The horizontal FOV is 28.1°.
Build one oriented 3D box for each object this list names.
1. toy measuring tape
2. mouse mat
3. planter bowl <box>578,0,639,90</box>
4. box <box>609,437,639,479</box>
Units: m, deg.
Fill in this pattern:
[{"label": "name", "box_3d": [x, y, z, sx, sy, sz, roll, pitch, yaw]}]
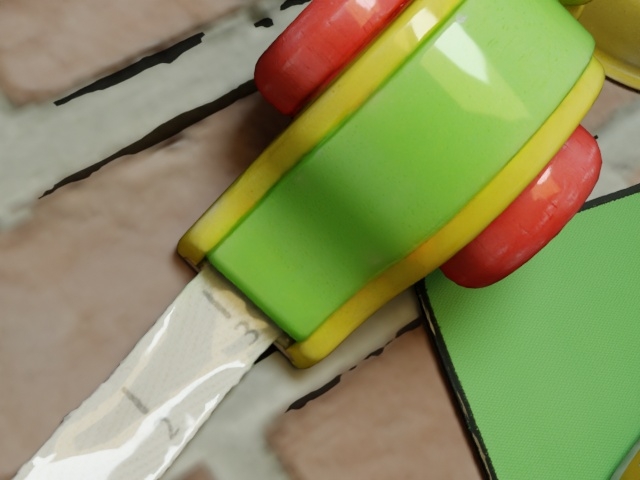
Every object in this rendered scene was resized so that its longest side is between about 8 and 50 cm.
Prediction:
[{"label": "toy measuring tape", "box_3d": [0.000, 0.000, 0.399, 0.121, 0.121, 0.330, 44, 63, -5]}, {"label": "mouse mat", "box_3d": [0.137, 0.053, 0.500, 0.190, 0.007, 0.152, -17, 81, -25]}, {"label": "planter bowl", "box_3d": [0.165, -0.175, 0.536, 0.217, 0.090, 0.217, 7, 71, -21]}, {"label": "box", "box_3d": [0.217, 0.125, 0.446, 0.203, 0.114, 0.103, 47, 63, -6]}]
